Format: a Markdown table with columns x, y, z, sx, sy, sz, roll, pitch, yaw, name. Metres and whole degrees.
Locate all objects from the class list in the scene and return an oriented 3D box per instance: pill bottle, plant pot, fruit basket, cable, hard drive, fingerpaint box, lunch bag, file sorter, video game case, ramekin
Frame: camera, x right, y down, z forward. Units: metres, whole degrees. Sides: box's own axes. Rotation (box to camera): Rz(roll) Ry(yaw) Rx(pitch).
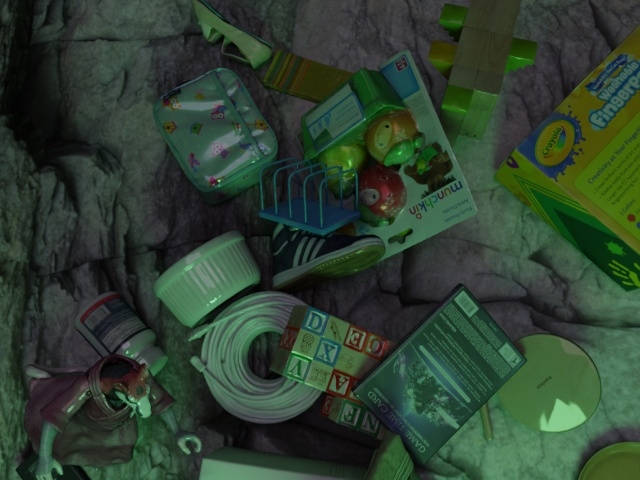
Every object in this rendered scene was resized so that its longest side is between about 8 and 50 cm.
| x | y | z | sx | sy | sz | roll | pitch | yaw | name |
| --- | --- | --- | --- | --- | --- | --- | --- | --- | --- |
| -0.397 | 0.200 | 1.093 | 0.180 | 0.108 | 0.108 | 43 | 81 | 12 | pill bottle |
| 0.589 | 0.499 | 1.008 | 0.236 | 0.032 | 0.237 | -1 | 74 | 3 | plant pot |
| 0.103 | -0.146 | 1.083 | 0.327 | 0.165 | 0.354 | -29 | 69 | 38 | fruit basket |
| -0.106 | 0.232 | 1.083 | 0.257 | 0.089 | 0.257 | -35 | 77 | -8 | cable |
| -0.523 | 0.470 | 1.068 | 0.094 | 0.022 | 0.135 | -43 | 77 | -9 | hard drive |
| 0.659 | -0.183 | 1.124 | 0.371 | 0.163 | 0.445 | 44 | 80 | 12 | fingerpaint box |
| -0.227 | -0.243 | 1.206 | 0.223 | 0.108 | 0.279 | -30 | 75 | -6 | lunch bag |
| -0.023 | -0.092 | 1.051 | 0.170 | 0.105 | 0.118 | 17 | 30 | 38 | file sorter |
| 0.217 | 0.241 | 0.974 | 0.274 | 0.026 | 0.196 | -43 | 101 | -4 | video game case |
| -0.215 | 0.082 | 1.073 | 0.207 | 0.207 | 0.109 | -36 | 86 | -7 | ramekin |

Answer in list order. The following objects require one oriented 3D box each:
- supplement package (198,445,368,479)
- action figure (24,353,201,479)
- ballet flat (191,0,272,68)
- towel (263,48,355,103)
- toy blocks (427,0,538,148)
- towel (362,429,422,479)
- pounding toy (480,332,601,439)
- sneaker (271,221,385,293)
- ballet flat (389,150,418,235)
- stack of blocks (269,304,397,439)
| x | y | z | sx | sy | sz | roll | pitch | yaw | name |
| --- | --- | --- | --- | --- | --- | --- | --- | --- | --- |
| -0.065 | 0.485 | 0.965 | 0.292 | 0.175 | 0.178 | 7 | 77 | 4 | supplement package |
| -0.373 | 0.281 | 0.966 | 0.247 | 0.370 | 0.276 | 8 | 52 | -37 | action figure |
| -0.230 | -0.494 | 1.296 | 0.248 | 0.086 | 0.086 | 37 | 79 | 10 | ballet flat |
| -0.010 | -0.378 | 1.280 | 0.237 | 0.021 | 0.102 | 19 | 77 | 7 | towel |
| 0.323 | -0.347 | 1.147 | 0.190 | 0.261 | 0.382 | 16 | 69 | 9 | toy blocks |
| 0.097 | 0.525 | 0.869 | 0.056 | 0.312 | 0.324 | -4 | 34 | 40 | towel |
| 0.416 | 0.273 | 1.056 | 0.236 | 0.110 | 0.183 | -21 | 81 | 25 | pounding toy |
| 0.000 | 0.000 | 1.079 | 0.282 | 0.099 | 0.153 | -24 | 63 | 38 | sneaker |
| 0.184 | -0.124 | 1.172 | 0.077 | 0.077 | 0.231 | 8 | 75 | -2 | ballet flat |
| 0.062 | 0.254 | 1.007 | 0.297 | 0.087 | 0.171 | 26 | 76 | -18 | stack of blocks |
